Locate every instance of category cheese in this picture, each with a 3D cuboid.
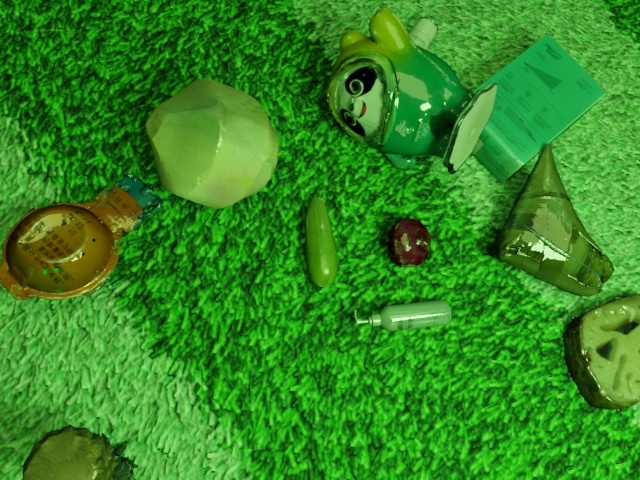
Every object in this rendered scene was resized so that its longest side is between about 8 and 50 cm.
[{"bbox_3d":[-0.460,-0.011,1.057,0.217,0.129,0.329,41,61,9],"label":"cheese"}]

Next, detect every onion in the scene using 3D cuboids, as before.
[{"bbox_3d":[0.190,0.006,1.149,0.107,0.097,0.107,-2,93,-46],"label":"onion"}]

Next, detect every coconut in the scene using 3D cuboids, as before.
[{"bbox_3d":[-0.223,-0.195,1.091,0.259,0.259,0.259,2,73,-7],"label":"coconut"}]

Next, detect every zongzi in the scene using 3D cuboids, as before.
[{"bbox_3d":[0.532,-0.038,1.168,0.251,0.125,0.274,26,87,-1],"label":"zongzi"}]

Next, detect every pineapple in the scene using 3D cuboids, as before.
[{"bbox_3d":[-0.378,0.371,0.888,0.128,0.248,0.128,1,69,-2],"label":"pineapple"}]

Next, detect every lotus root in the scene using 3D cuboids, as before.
[{"bbox_3d":[0.608,0.223,1.152,0.170,0.074,0.260,13,71,0],"label":"lotus root"}]

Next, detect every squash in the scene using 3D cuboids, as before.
[{"bbox_3d":[0.000,0.000,1.145,0.066,0.066,0.201,-1,71,-8],"label":"squash"}]

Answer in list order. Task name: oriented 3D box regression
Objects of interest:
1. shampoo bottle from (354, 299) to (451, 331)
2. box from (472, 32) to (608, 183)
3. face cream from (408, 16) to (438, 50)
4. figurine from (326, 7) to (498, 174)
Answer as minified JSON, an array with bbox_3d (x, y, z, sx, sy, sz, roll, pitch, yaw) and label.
[{"bbox_3d":[0.166,0.158,1.122,0.195,0.056,0.056,-6,74,-8],"label":"shampoo bottle"},{"bbox_3d":[0.475,-0.306,1.268,0.311,0.118,0.205,-39,84,-16],"label":"box"},{"bbox_3d":[0.198,-0.426,1.305,0.092,0.058,0.243,32,78,-2],"label":"face cream"},{"bbox_3d":[0.172,-0.299,1.150,0.340,0.323,0.231,33,49,21],"label":"figurine"}]
